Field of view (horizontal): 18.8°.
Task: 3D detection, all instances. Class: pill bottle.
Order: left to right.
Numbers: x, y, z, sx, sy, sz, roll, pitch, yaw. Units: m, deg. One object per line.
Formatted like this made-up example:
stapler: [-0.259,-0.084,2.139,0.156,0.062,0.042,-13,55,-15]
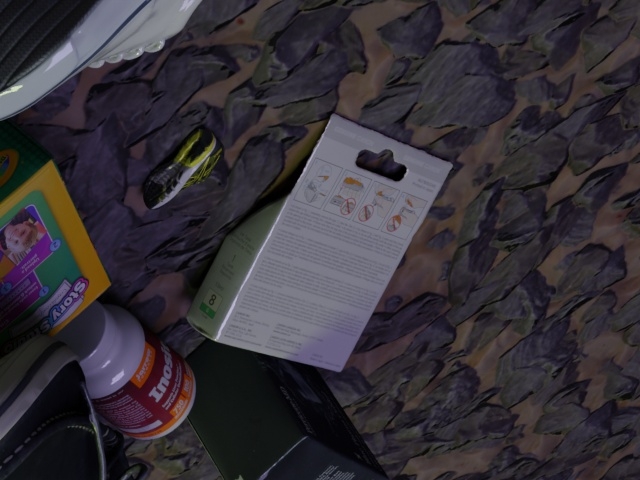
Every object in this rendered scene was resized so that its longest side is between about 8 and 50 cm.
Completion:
pill bottle: [-0.176,0.108,1.663,0.086,0.086,0.152,-38,145,4]

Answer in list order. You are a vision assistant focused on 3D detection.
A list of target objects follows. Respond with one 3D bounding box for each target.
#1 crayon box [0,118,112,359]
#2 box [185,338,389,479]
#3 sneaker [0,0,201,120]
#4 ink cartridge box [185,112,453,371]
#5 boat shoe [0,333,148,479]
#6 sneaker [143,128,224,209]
crayon box: [-0.300,0.055,1.449,0.278,0.081,0.165,-42,147,-18]
box: [-0.039,0.177,1.791,0.093,0.156,0.158,-43,143,10]
sneaker: [-0.147,-0.161,1.372,0.258,0.094,0.091,-38,140,3]
ink cartridge box: [0.000,0.000,1.730,0.181,0.056,0.225,19,100,-48]
boat shoe: [-0.224,0.196,1.506,0.187,0.156,0.500,-41,171,-10]
sneaker: [-0.109,-0.053,1.579,0.083,0.031,0.035,-44,144,12]
